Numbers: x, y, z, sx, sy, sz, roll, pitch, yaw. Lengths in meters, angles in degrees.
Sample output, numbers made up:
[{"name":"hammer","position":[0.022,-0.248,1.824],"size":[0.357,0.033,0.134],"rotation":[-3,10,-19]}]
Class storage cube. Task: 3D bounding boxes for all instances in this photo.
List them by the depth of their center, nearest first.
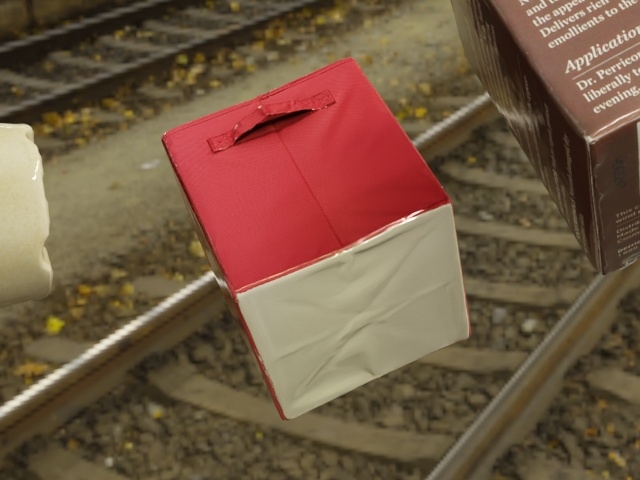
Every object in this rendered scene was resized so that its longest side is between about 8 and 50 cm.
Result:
[{"name":"storage cube","position":[0.000,0.000,0.972],"size":[0.183,0.215,0.193],"rotation":[-23,49,-7]}]

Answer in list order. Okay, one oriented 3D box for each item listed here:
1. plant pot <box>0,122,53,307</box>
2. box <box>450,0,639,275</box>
[{"name":"plant pot","position":[-0.496,-0.023,1.413],"size":[0.305,0.334,0.334],"rotation":[-7,22,-19]},{"name":"box","position":[0.189,-0.125,0.690],"size":[0.168,0.167,0.203],"rotation":[-26,59,3]}]
